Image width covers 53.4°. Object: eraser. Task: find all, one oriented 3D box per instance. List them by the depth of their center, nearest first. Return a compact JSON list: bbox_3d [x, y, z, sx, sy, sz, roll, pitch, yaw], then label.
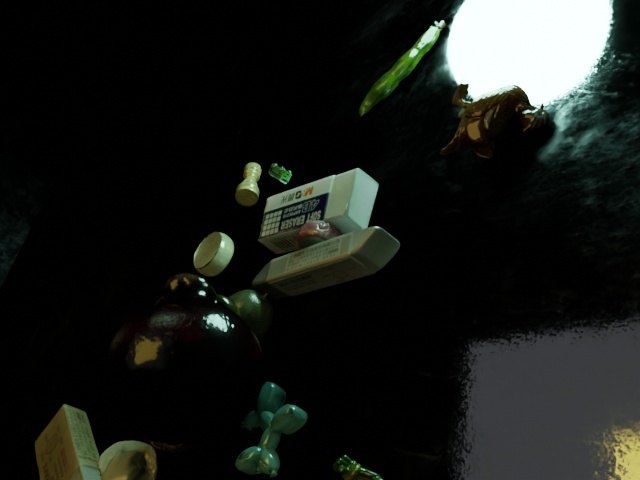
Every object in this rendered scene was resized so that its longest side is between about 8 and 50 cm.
[{"bbox_3d":[0.001,0.053,1.299,0.351,0.089,0.061,-18,51,40],"label":"eraser"},{"bbox_3d":[-0.010,-0.060,1.414,0.287,0.086,0.130,-13,53,44],"label":"eraser"},{"bbox_3d":[-0.639,0.570,1.621,0.144,0.078,0.343,-54,35,0],"label":"eraser"}]

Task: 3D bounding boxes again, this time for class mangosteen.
[{"bbox_3d":[-0.247,0.218,1.180,0.296,0.296,0.314,-1,78,49],"label":"mangosteen"}]

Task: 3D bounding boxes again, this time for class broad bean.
[{"bbox_3d":[0.193,-0.408,1.513,0.297,0.043,0.060,-46,24,10],"label":"broad bean"}]

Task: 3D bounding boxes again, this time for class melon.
[{"bbox_3d":[-0.166,0.172,1.374,0.167,0.114,0.114,-48,34,13],"label":"melon"}]

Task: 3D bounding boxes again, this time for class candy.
[{"bbox_3d":[0.000,0.000,1.334,0.103,0.103,0.043,-18,44,41],"label":"candy"}]

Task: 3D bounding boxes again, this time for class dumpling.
[{"bbox_3d":[-0.426,0.525,1.405,0.150,0.092,0.176,-38,30,-2],"label":"dumpling"}]

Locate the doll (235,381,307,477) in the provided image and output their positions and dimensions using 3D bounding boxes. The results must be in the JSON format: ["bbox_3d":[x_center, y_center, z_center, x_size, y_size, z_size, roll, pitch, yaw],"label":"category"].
[{"bbox_3d":[-0.097,0.359,1.177,0.159,0.059,0.159,-51,36,0],"label":"doll"}]

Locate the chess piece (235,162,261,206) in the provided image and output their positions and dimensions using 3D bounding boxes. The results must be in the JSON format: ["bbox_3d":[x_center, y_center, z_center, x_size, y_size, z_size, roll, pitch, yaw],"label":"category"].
[{"bbox_3d":[-0.194,-0.157,1.741,0.066,0.066,0.122,-31,36,30],"label":"chess piece"}]

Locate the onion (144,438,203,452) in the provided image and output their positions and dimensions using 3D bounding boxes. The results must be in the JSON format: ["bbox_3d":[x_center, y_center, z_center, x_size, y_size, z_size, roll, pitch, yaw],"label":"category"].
[{"bbox_3d":[-0.307,0.342,1.388,0.195,0.139,0.218,-34,35,37],"label":"onion"}]

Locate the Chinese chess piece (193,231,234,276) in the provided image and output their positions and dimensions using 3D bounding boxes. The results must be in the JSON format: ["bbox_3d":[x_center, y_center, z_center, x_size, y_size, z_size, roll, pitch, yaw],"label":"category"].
[{"bbox_3d":[-0.283,0.037,1.686,0.122,0.051,0.122,-33,38,29],"label":"Chinese chess piece"}]

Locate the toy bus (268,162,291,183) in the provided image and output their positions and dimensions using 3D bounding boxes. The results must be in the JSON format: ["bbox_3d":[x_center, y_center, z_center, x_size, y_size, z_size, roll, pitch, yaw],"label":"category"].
[{"bbox_3d":[-0.107,-0.178,1.681,0.083,0.031,0.037,34,97,56],"label":"toy bus"}]

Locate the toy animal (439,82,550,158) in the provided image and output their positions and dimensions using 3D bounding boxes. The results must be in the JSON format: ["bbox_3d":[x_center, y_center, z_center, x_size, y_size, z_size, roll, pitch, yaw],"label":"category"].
[{"bbox_3d":[0.312,-0.211,1.173,0.188,0.089,0.179,-49,49,-2],"label":"toy animal"}]

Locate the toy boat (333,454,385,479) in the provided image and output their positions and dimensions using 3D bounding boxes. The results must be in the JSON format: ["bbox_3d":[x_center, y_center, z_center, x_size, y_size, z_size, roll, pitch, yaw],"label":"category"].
[{"bbox_3d":[0.080,0.406,0.899,0.089,0.088,0.230,-45,35,11],"label":"toy boat"}]
